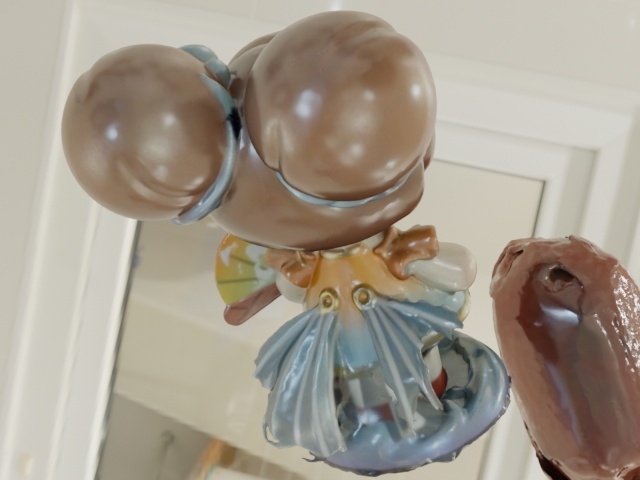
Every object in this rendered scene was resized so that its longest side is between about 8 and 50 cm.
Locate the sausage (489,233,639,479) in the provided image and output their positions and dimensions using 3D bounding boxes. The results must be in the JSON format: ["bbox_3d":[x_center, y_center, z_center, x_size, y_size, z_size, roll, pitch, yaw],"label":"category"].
[{"bbox_3d":[0.257,0.124,1.101,0.152,0.152,0.280,-8,78,-82],"label":"sausage"}]

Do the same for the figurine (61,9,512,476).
[{"bbox_3d":[-0.001,0.000,0.875,0.248,0.276,0.388,-59,138,-53],"label":"figurine"}]
